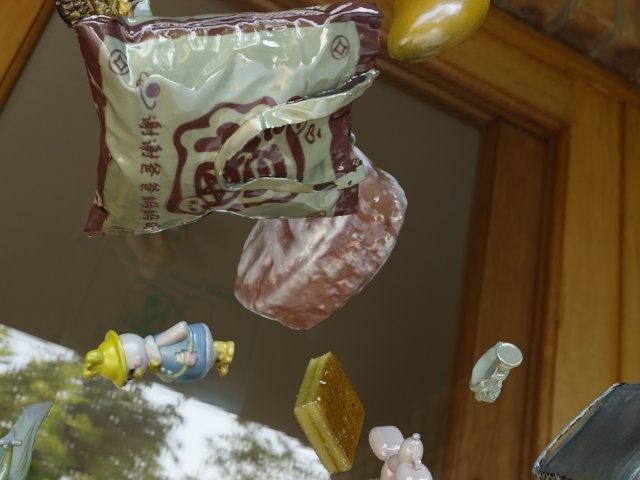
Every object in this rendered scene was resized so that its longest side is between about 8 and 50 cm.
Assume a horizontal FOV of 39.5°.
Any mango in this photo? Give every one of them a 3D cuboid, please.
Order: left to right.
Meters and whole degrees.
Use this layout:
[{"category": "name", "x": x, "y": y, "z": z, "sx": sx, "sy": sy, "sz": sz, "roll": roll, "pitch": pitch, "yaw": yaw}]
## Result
[{"category": "mango", "x": 0.120, "y": -0.238, "z": 0.924, "sx": 0.102, "sy": 0.184, "sz": 0.085, "roll": -12, "pitch": -68, "yaw": 29}]

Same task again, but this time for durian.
[{"category": "durian", "x": -0.326, "y": -0.361, "z": 1.323, "sx": 0.137, "sy": 0.237, "sz": 0.194, "roll": -12, "pitch": -64, "yaw": -7}]

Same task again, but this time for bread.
[{"category": "bread", "x": 0.011, "y": 0.181, "z": 0.938, "sx": 0.035, "sy": 0.094, "sz": 0.090, "roll": -21, "pitch": -69, "yaw": 21}]

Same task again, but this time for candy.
[{"category": "candy", "x": 0.000, "y": 0.000, "z": 1.284, "sx": 0.157, "sy": 0.214, "sz": 0.289, "roll": 31, "pitch": -62, "yaw": -25}]

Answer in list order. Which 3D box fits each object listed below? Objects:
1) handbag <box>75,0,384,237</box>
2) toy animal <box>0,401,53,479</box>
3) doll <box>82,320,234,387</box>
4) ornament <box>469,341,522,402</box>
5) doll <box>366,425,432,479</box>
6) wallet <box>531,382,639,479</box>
[{"category": "handbag", "x": -0.071, "y": -0.088, "z": 0.699, "sx": 0.234, "sy": 0.127, "sz": 0.213, "roll": -6, "pitch": -46, "yaw": -16}, {"category": "toy animal", "x": -0.223, "y": 0.151, "z": 0.623, "sx": 0.041, "sy": 0.217, "sz": 0.075, "roll": 11, "pitch": -64, "yaw": -3}, {"category": "doll", "x": -0.263, "y": 0.186, "z": 1.445, "sx": 0.240, "sy": 0.099, "sz": 0.135, "roll": -4, "pitch": -6, "yaw": -25}, {"category": "ornament", "x": 0.195, "y": 0.147, "z": 1.004, "sx": 0.041, "sy": 0.068, "sz": 0.092, "roll": 33, "pitch": -9, "yaw": 13}, {"category": "doll", "x": 0.121, "y": 0.361, "z": 1.388, "sx": 0.059, "sy": 0.161, "sz": 0.160, "roll": 4, "pitch": 11, "yaw": -22}, {"category": "wallet", "x": 0.476, "y": 0.314, "z": 1.389, "sx": 0.075, "sy": 0.237, "sz": 0.342, "roll": 51, "pitch": -12, "yaw": 2}]
